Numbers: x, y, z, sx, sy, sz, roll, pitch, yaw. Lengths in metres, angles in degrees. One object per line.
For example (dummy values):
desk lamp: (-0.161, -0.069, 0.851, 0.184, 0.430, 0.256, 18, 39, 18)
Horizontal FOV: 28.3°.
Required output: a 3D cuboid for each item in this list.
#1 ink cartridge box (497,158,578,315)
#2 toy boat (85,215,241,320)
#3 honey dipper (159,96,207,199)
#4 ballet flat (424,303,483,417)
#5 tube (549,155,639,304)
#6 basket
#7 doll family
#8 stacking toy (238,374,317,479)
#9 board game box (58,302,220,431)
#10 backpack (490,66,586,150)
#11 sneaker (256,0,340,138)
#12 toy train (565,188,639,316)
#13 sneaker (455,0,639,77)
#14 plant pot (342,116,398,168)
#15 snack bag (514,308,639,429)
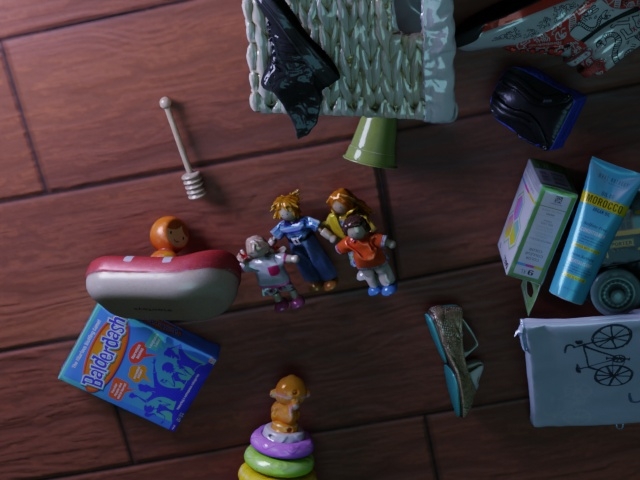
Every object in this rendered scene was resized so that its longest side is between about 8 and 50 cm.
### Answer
ink cartridge box: (0.316, -0.005, 1.913, 0.062, 0.109, 0.209, 14, 114, -6)
toy boat: (-0.232, 0.034, 1.919, 0.231, 0.151, 0.151, 1, 159, 13)
honey dipper: (-0.208, -0.138, 1.895, 0.030, 0.030, 0.161, -15, 112, 7)
ballet flat: (0.225, 0.191, 2.026, 0.067, 0.073, 0.206, -21, 117, -7)
tube: (0.393, -0.011, 1.833, 0.080, 0.052, 0.207, 21, 98, 5)
basket: (0.040, -0.347, 1.640, 0.266, 0.331, 0.328, -2, 115, 3)
doll family: (0.000, 0.000, 1.929, 0.263, 0.118, 0.163, -11, 122, 24)
stacking toy: (-0.067, 0.359, 2.067, 0.175, 0.166, 0.302, 3, 104, -18)
board game box: (-0.290, 0.195, 2.034, 0.210, 0.047, 0.160, 26, 112, -11)
backpack: (0.311, -0.194, 1.836, 0.120, 0.101, 0.098, 32, 110, 21)
sneaker: (-0.043, -0.212, 1.514, 0.089, 0.051, 0.170, -35, 109, 18)
toy train: (0.518, 0.001, 1.895, 0.334, 0.142, 0.190, -7, 106, 11)
sneaker: (0.328, -0.284, 1.793, 0.270, 0.090, 0.145, -23, 111, 4)
plant pot: (0.082, -0.153, 1.869, 0.083, 0.083, 0.079, 11, 102, -5)
snack bag: (0.482, 0.200, 1.971, 0.342, 0.037, 0.323, -5, 142, 10)
